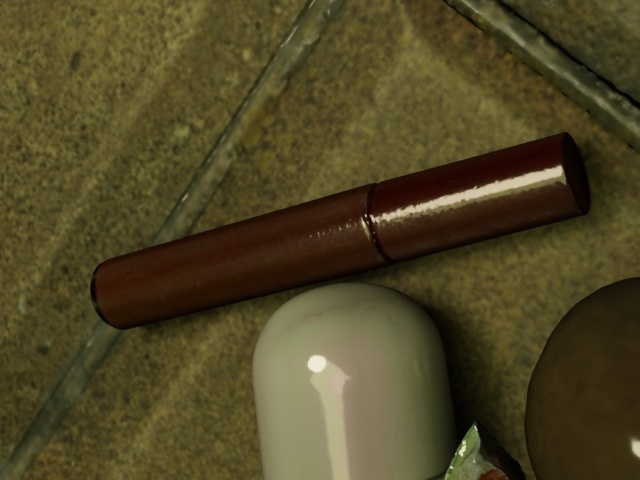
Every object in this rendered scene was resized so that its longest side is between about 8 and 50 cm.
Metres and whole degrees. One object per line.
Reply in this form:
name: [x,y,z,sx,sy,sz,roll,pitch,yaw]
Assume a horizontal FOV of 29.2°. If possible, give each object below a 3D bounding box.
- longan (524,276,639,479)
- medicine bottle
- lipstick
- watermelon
longan: [0.201,0.110,0.682,0.189,0.189,0.189,4,99,24]
medicine bottle: [0.033,0.196,0.791,0.130,0.130,0.341,-4,95,25]
lipstick: [0.000,0.000,0.818,0.356,0.057,0.057,-16,91,26]
watermelon: [0.124,0.198,0.714,0.071,0.139,0.187,-38,123,1]
